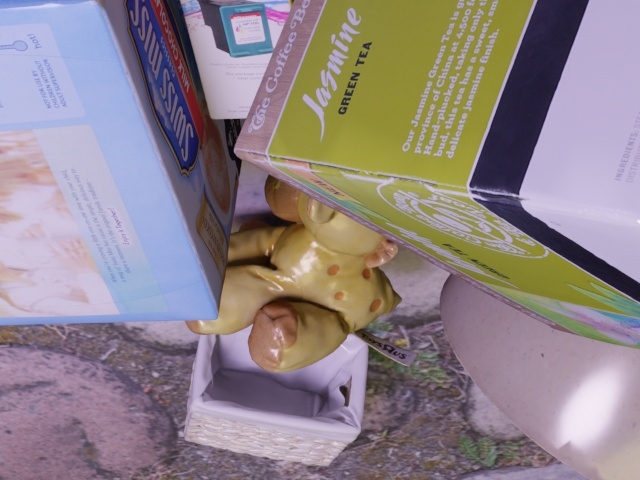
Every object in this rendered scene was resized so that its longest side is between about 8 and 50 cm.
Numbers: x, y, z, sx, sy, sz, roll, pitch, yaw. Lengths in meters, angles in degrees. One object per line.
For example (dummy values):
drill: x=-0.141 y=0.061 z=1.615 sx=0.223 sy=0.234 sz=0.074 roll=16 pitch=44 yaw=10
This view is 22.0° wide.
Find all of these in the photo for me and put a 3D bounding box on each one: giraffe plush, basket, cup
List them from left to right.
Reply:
basket: x=-0.047 y=0.148 z=1.615 sx=0.167 sy=0.113 sz=0.103 roll=11 pitch=146 yaw=-9
giraffe plush: x=0.000 y=0.000 z=1.381 sx=0.210 sy=0.181 sz=0.170 roll=15 pitch=123 yaw=3
cup: x=0.292 y=0.023 z=1.274 sx=0.331 sy=0.331 sz=0.237 roll=18 pitch=118 yaw=-18

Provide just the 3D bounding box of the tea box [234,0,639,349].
tea box: x=0.193 y=-0.069 z=0.970 sx=0.329 sy=0.220 sz=0.323 roll=28 pitch=171 yaw=-39

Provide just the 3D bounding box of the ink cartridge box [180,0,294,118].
ink cartridge box: x=-0.050 y=-0.205 z=1.102 sx=0.078 sy=0.134 sz=0.231 roll=-1 pitch=144 yaw=8

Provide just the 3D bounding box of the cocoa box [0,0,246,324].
cocoa box: x=-0.200 y=-0.122 z=1.153 sx=0.231 sy=0.228 sz=0.347 roll=-2 pitch=144 yaw=10
